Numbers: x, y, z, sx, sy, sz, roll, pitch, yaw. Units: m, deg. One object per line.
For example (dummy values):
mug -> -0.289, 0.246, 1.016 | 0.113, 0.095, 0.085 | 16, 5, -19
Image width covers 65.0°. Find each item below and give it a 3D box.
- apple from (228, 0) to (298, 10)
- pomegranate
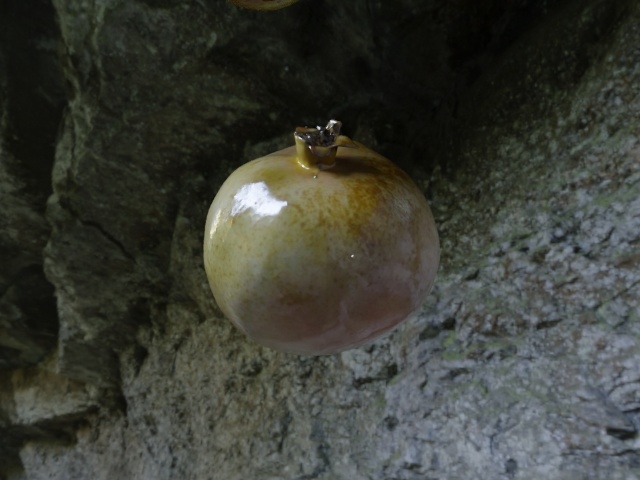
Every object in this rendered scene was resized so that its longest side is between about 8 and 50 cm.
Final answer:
apple -> -0.058, -0.318, 0.502 | 0.147, 0.163, 0.147 | 16, 21, 13
pomegranate -> 0.000, 0.000, 0.657 | 0.320, 0.318, 0.319 | 5, -25, 2
